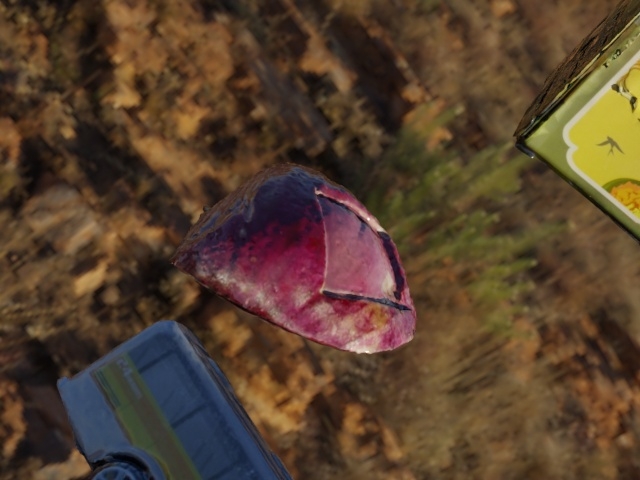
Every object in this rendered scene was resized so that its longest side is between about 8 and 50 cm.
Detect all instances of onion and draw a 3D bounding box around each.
[{"bbox_3d":[0.000,0.000,1.369,0.247,0.111,0.250,25,19,-1],"label":"onion"}]

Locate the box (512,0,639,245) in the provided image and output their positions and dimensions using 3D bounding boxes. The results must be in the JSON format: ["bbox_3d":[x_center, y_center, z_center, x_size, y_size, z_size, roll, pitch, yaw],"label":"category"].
[{"bbox_3d":[0.441,-0.121,1.212,0.373,0.420,0.138,38,45,-5],"label":"box"}]

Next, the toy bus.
[{"bbox_3d":[-0.032,0.123,0.548,0.190,0.075,0.064,53,-4,20],"label":"toy bus"}]
